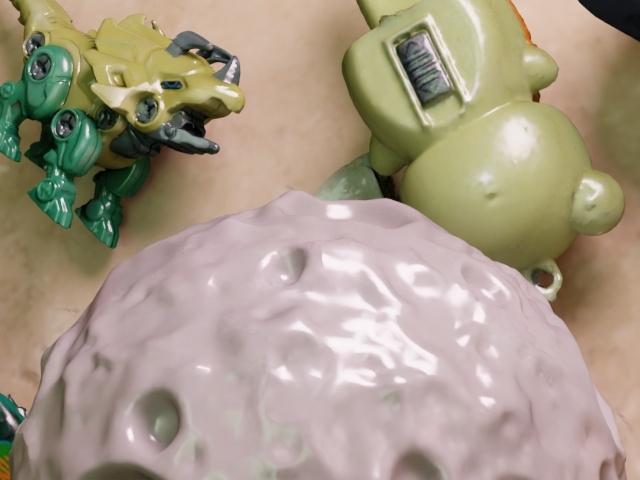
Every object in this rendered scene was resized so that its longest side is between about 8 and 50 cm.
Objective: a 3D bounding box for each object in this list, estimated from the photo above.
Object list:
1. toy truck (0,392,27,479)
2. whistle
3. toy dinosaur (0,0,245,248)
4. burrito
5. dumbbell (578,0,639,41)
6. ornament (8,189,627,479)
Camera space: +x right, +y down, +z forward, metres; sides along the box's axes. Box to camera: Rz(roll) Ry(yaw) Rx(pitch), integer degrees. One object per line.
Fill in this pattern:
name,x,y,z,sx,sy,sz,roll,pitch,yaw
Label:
toy truck,-0.254,0.169,1.227,0.176,0.178,0.363,-43,66,19
whistle,0.081,-0.089,1.186,0.131,0.106,0.288,-30,70,16
toy dinosaur,-0.167,-0.104,1.306,0.259,0.094,0.153,35,93,33
burrito,0.002,0.003,1.232,0.118,0.044,0.074,-30,72,11
dumbbell,0.261,-0.265,1.131,0.144,0.160,0.325,17,86,-6
ornament,-0.010,0.144,1.048,0.337,0.337,0.337,-5,77,21
